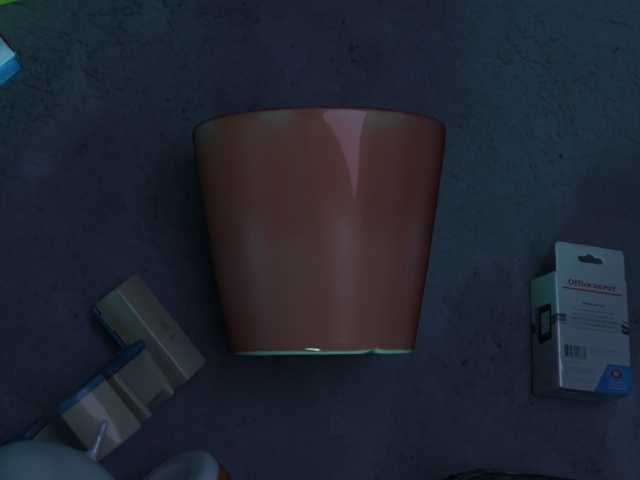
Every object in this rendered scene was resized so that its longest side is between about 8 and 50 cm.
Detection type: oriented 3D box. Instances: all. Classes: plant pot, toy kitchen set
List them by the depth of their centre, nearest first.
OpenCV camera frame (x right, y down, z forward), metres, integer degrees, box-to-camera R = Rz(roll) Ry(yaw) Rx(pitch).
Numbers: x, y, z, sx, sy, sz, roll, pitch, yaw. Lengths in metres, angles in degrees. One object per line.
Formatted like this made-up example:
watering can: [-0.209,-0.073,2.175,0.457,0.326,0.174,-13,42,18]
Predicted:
toy kitchen set: [-0.246,0.154,1.419,0.122,0.166,0.207,53,24,-3]
plant pot: [0.000,0.000,1.479,0.275,0.275,0.243,1,85,-25]

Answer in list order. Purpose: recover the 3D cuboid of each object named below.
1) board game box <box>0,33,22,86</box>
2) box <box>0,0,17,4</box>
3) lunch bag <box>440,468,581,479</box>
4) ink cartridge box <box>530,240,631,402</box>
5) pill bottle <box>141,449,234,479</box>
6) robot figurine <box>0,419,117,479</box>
board game box: [-0.501,-0.193,1.334,0.308,0.086,0.302,-39,93,-8]
box: [-0.372,-0.279,1.480,0.232,0.087,0.058,-20,86,-29]
lunch bag: [0.274,0.351,1.485,0.305,0.256,0.212,12,69,-21]
ink cartridge box: [0.313,0.099,1.692,0.104,0.060,0.180,9,71,-21]
pill bottle: [-0.093,0.321,1.385,0.121,0.121,0.216,-48,113,-28]
robot figurine: [-0.297,0.314,1.231,0.353,0.200,0.300,-36,92,-7]
